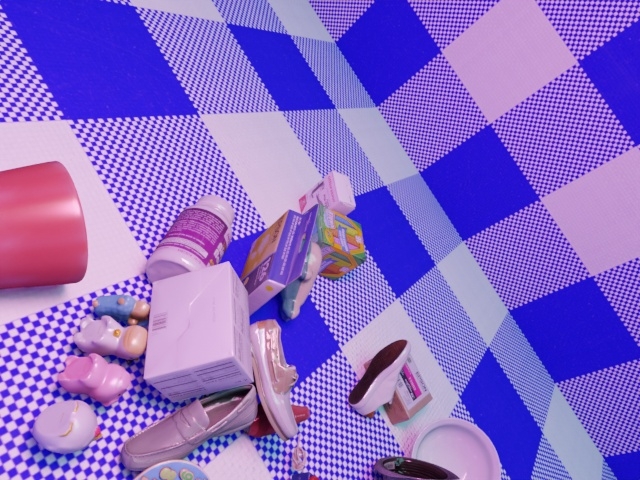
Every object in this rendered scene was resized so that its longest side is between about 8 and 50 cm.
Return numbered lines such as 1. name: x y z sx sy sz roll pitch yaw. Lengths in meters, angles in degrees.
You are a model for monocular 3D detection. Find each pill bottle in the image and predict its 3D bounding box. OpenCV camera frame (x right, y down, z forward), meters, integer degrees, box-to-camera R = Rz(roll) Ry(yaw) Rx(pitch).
1. pill bottle: -0.350 0.007 1.302 0.169 0.169 0.301 40 39 -20

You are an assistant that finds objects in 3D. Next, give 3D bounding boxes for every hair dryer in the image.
1. hair dryer: -0.140 0.412 1.234 0.293 0.080 0.223 45 68 -20

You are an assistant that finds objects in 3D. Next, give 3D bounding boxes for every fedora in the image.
1. fedora: 0.280 0.746 1.383 0.244 0.275 0.124 11 76 -22

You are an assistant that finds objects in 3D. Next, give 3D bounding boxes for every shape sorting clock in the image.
1. shape sorting clock: -0.318 0.564 0.952 0.206 0.040 0.206 3 84 -34

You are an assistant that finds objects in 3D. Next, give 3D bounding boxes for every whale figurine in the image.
1. whale figurine: -0.094 0.121 1.497 0.141 0.216 0.272 20 72 -12

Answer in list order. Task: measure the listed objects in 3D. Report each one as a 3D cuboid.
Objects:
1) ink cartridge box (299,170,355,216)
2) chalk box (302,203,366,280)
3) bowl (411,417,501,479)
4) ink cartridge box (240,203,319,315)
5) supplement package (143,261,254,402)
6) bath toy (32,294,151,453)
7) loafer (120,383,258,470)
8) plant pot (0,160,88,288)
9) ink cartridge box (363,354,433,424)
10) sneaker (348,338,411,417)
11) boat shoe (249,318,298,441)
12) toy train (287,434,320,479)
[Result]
1. ink cartridge box: 0.023 -0.144 1.799 0.092 0.218 0.158 17 50 -40
2. chalk box: 0.000 0.000 1.696 0.289 0.180 0.179 23 47 -35
3. bowl: 0.447 0.771 1.577 0.298 0.134 0.297 0 63 0
4. ink cartridge box: -0.142 0.051 1.384 0.072 0.307 0.303 33 41 -18
5. supplement package: -0.284 0.216 1.100 0.145 0.204 0.261 71 5 -48
6. bath toy: -0.472 0.287 0.993 0.129 0.151 0.348 85 8 -45
7. loafer: -0.289 0.413 1.051 0.319 0.111 0.112 -14 33 -39
8. plant pot: -0.645 -0.017 0.935 0.243 0.275 0.275 -14 73 -42
9. ink cartridge box: 0.287 0.518 1.684 0.193 0.088 0.234 -12 70 -50
10. sneaker: 0.221 0.470 1.566 0.290 0.106 0.123 -47 112 -13
11. boat shoe: -0.109 0.348 1.164 0.113 0.103 0.302 104 -36 -83
12. toy train: -0.017 0.664 1.225 0.143 0.105 0.248 41 37 -35
